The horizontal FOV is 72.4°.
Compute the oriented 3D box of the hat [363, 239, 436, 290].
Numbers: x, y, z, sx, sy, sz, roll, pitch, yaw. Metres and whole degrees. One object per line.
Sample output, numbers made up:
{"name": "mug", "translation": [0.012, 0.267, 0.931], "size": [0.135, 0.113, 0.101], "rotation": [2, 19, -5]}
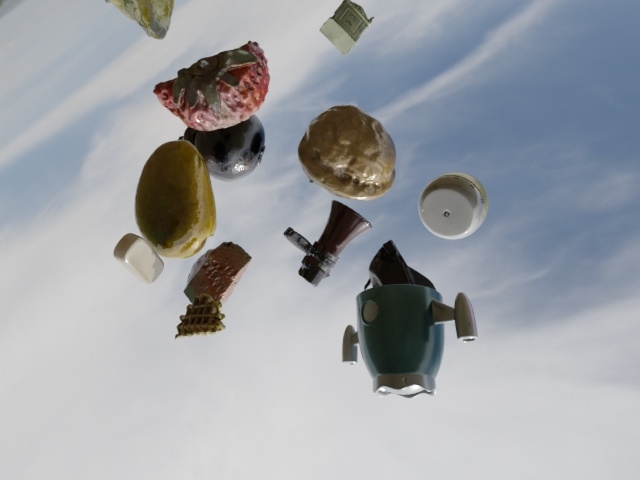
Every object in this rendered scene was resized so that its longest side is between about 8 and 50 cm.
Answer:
{"name": "hat", "translation": [0.258, 0.183, 1.490], "size": [0.209, 0.336, 0.238], "rotation": [-37, -158, 18]}

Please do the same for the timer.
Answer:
{"name": "timer", "translation": [0.543, -0.160, 1.747], "size": [0.285, 0.285, 0.285], "rotation": [-19, -136, 20]}

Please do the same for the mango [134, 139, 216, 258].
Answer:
{"name": "mango", "translation": [-0.433, -0.119, 1.315], "size": [0.252, 0.365, 0.182], "rotation": [13, -158, 7]}

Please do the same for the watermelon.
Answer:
{"name": "watermelon", "translation": [-0.355, 0.112, 1.527], "size": [0.256, 0.193, 0.140], "rotation": [-40, 177, 22]}

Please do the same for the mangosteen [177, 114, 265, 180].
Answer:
{"name": "mangosteen", "translation": [-0.355, -0.382, 1.637], "size": [0.297, 0.313, 0.297], "rotation": [-41, -176, 4]}

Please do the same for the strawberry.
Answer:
{"name": "strawberry", "translation": [-0.235, -0.353, 1.041], "size": [0.265, 0.149, 0.336], "rotation": [-26, -158, 1]}

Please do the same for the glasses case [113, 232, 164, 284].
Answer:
{"name": "glasses case", "translation": [-0.486, 0.052, 1.180], "size": [0.050, 0.196, 0.083], "rotation": [21, -116, 13]}

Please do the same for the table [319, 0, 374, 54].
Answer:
{"name": "table", "translation": [0.059, -0.470, 0.951], "size": [0.083, 0.079, 0.062], "rotation": [-56, -162, -14]}

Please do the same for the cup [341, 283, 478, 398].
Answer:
{"name": "cup", "translation": [0.146, 0.186, 0.783], "size": [0.299, 0.167, 0.173], "rotation": [-28, -128, 43]}

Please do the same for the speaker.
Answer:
{"name": "speaker", "translation": [0.022, 0.002, 1.668], "size": [0.198, 0.259, 0.329], "rotation": [32, -101, 30]}

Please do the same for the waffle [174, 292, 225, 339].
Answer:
{"name": "waffle", "translation": [-0.349, 0.240, 1.261], "size": [0.192, 0.046, 0.161], "rotation": [-44, -131, 16]}

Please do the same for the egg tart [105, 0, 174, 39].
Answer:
{"name": "egg tart", "translation": [-0.429, -0.625, 1.013], "size": [0.120, 0.315, 0.315], "rotation": [0, -132, -1]}

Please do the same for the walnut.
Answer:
{"name": "walnut", "translation": [0.102, -0.330, 1.672], "size": [0.383, 0.383, 0.384], "rotation": [-19, -136, 20]}
